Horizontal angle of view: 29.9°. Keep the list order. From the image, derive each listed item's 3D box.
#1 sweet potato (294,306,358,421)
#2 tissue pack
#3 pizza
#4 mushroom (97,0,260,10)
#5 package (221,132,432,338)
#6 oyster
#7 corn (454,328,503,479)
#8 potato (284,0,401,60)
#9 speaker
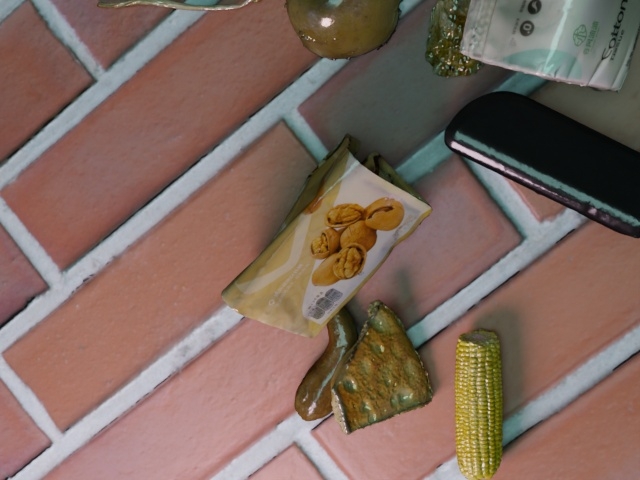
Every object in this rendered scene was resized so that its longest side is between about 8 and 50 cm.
[{"bbox_3d":[0.017,0.203,2.028,0.081,0.062,0.233,18,98,8],"label":"sweet potato"},{"bbox_3d":[0.373,-0.412,1.756,0.194,0.266,0.356,22,103,35],"label":"tissue pack"},{"bbox_3d":[0.078,0.208,1.981,0.188,0.080,0.204,-22,100,-29],"label":"pizza"},{"bbox_3d":[-0.237,-0.395,2.004,0.286,0.026,0.028,-2,82,12],"label":"mushroom"},{"bbox_3d":[-0.013,-0.019,1.938,0.311,0.221,0.165,-50,49,14],"label":"package"},{"bbox_3d":[0.223,-0.330,1.928,0.122,0.045,0.146,36,103,-11],"label":"oyster"},{"bbox_3d":[0.262,0.274,1.983,0.081,0.081,0.248,0,98,10],"label":"corn"},{"bbox_3d":[0.034,-0.385,1.911,0.202,0.117,0.182,-19,92,13],"label":"potato"},{"bbox_3d":[0.398,-0.145,1.857,0.388,0.180,0.184,26,95,4],"label":"speaker"}]
